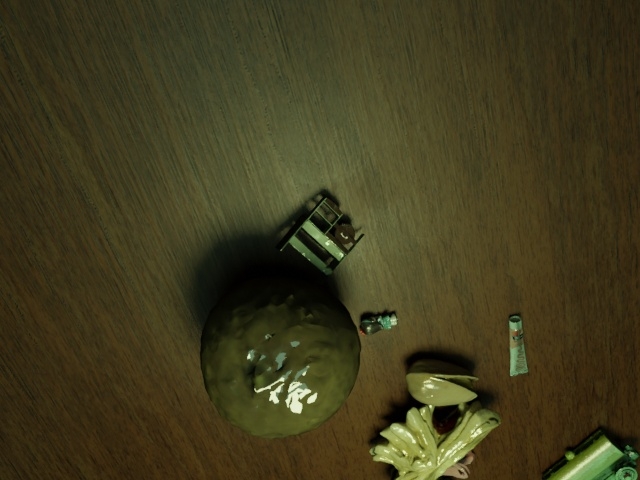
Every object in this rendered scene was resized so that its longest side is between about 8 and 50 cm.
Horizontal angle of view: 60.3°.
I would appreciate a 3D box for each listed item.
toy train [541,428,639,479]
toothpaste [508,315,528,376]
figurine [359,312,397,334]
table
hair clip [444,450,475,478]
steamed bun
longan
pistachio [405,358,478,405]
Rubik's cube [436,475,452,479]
[{"bbox_3d":[0.862,0.742,1.753,0.189,0.126,0.307,38,106,-18],"label":"toy train"},{"bbox_3d":[0.568,0.309,1.591,0.056,0.036,0.205,-15,118,0],"label":"toothpaste"},{"bbox_3d":[0.159,0.231,1.516,0.105,0.047,0.060,-12,150,-7],"label":"figurine"},{"bbox_3d":[0.000,0.000,1.384,0.146,0.062,0.175,42,83,-20],"label":"table"},{"bbox_3d":[0.412,0.689,1.743,0.138,0.102,0.123,-16,117,38],"label":"hair clip"},{"bbox_3d":[0.295,0.603,1.619,0.247,0.189,0.428,4,130,-54],"label":"steamed bun"},{"bbox_3d":[-0.096,0.267,1.326,0.390,0.391,0.392,-2,114,-4],"label":"longan"},{"bbox_3d":[0.341,0.404,1.559,0.223,0.152,0.126,14,68,-18],"label":"pistachio"},{"bbox_3d":[0.368,0.805,1.744,0.132,0.112,0.133,-2,116,-4],"label":"Rubik's cube"}]
